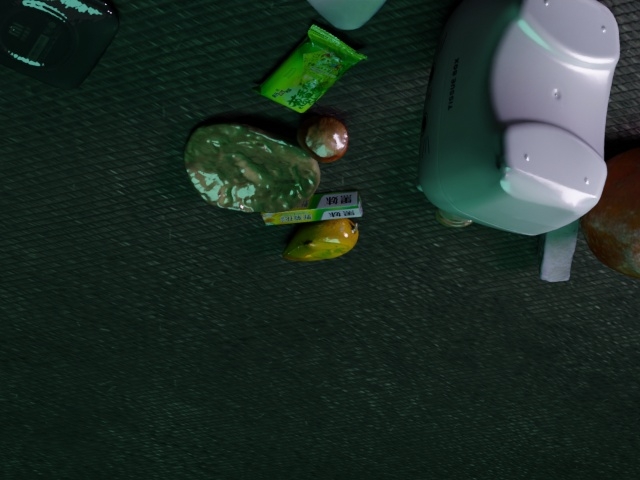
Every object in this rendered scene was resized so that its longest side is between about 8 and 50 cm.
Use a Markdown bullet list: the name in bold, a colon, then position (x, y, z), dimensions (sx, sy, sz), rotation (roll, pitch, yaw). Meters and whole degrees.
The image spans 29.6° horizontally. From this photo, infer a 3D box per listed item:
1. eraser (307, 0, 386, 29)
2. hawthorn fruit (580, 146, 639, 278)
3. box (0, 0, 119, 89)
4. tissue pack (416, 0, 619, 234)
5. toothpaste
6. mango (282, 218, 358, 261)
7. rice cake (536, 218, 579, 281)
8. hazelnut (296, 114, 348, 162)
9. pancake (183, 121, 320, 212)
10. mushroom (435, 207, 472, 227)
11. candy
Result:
- **eraser**: position (0.032, -0.382, 1.609), dimensions (0.204, 0.059, 0.243), rotation (-1, 145, 2)
- **hawthorn fruit**: position (0.533, -0.040, 1.991), dimensions (0.263, 0.231, 0.235), rotation (-19, 133, 21)
- **box**: position (-0.406, -0.305, 1.761), dimensions (0.201, 0.042, 0.212), rotation (21, 142, -26)
- **tissue pack**: position (0.264, -0.179, 1.681), dimensions (0.229, 0.333, 0.236), rotation (18, 164, -26)
- **toothpaste**: position (-0.017, -0.058, 2.156), dimensions (0.178, 0.037, 0.043), rotation (-5, 147, 10)
- **mango**: position (0.000, 0.000, 2.226), dimensions (0.101, 0.066, 0.187), rotation (15, 152, -36)
- **rice cake**: position (0.427, -0.037, 2.161), dimensions (0.072, 0.056, 0.365), rotation (-8, 148, 3)
- **hazelnut**: position (0.005, -0.165, 1.953), dimensions (0.086, 0.086, 0.086), rotation (1, 148, 0)
- **pancake**: position (-0.121, -0.129, 2.036), dimensions (0.242, 0.050, 0.242), rotation (6, 144, 4)
- **mushroom**: position (0.269, -0.124, 1.996), dimensions (0.109, 0.097, 0.351), rotation (13, 150, -14)
- **candy**: position (-0.018, -0.256, 1.840), dimensions (0.102, 0.032, 0.178), rotation (20, 143, -28)
